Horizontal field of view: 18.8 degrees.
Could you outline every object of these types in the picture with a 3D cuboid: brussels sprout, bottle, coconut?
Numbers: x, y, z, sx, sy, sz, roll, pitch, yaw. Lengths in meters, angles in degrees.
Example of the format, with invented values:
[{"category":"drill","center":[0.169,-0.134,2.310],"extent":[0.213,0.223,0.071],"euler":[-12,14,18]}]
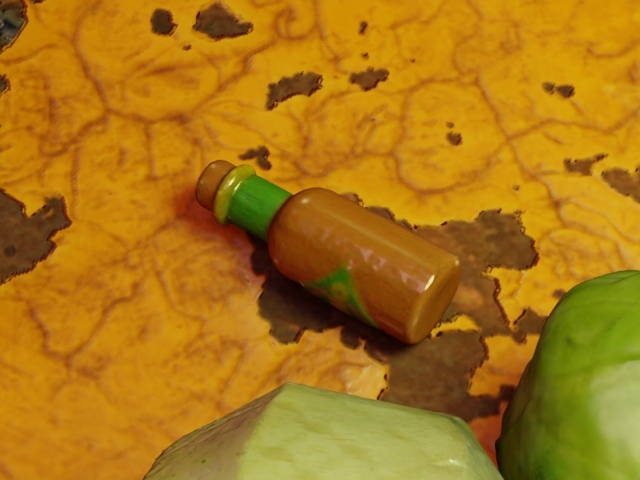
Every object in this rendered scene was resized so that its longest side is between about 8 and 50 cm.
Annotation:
[{"category":"brussels sprout","center":[0.212,0.115,1.146],"extent":[0.223,0.161,0.223],"euler":[-5,56,7]},{"category":"bottle","center":[0.000,0.000,1.285],"extent":[0.187,0.069,0.069],"euler":[29,67,21]},{"category":"coconut","center":[0.020,0.205,1.063],"extent":[0.259,0.259,0.259],"euler":[-2,61,4]}]
